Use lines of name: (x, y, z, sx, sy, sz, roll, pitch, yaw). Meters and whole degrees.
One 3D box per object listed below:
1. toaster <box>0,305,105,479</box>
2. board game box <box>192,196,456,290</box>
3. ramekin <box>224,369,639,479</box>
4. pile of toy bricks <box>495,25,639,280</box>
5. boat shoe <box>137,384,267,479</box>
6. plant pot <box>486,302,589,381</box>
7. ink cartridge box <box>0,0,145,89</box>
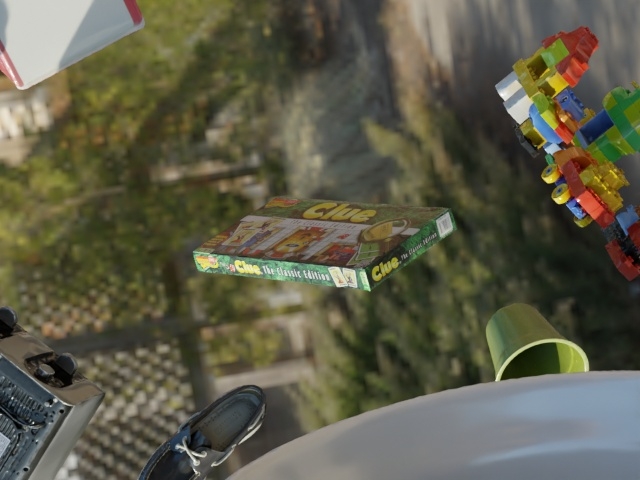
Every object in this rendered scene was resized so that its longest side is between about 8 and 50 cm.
toaster: (-0.317, 0.165, 1.580, 0.185, 0.168, 0.110, -58, -12, 17)
board game box: (0.000, 0.000, 1.711, 0.260, 0.136, 0.030, 5, 118, 46)
ramekin: (0.084, 0.166, 0.763, 0.277, 0.277, 0.135, -140, 38, -78)
pile of toy bricks: (0.210, -0.074, 1.176, 0.118, 0.105, 0.212, 43, -164, -25)
boat shoe: (-0.089, 0.154, 1.264, 0.046, 0.125, 0.038, 47, 153, 15)
plant pot: (0.179, 0.095, 1.440, 0.079, 0.083, 0.083, -112, 15, -54)
ink cartridge box: (-0.371, -0.356, 1.829, 0.385, 0.160, 0.279, 39, 157, 60)
